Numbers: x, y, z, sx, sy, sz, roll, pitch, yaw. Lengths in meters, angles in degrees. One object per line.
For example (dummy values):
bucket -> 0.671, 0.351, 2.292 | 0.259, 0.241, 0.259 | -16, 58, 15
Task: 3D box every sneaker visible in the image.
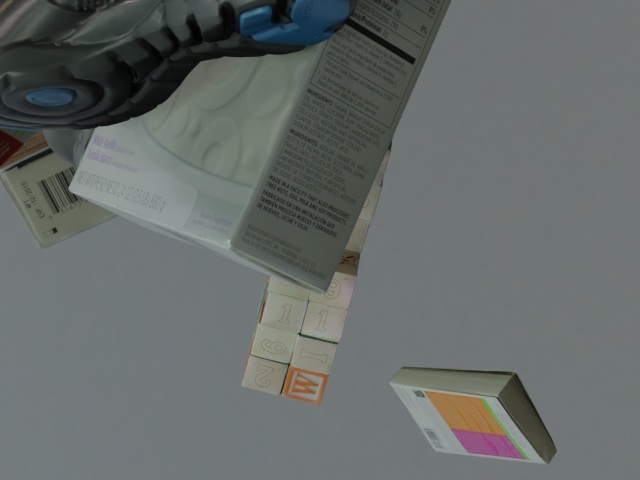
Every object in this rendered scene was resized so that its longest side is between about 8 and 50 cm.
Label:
sneaker -> -0.131, -0.165, 1.102 | 0.125, 0.340, 0.140 | 15, -117, -60

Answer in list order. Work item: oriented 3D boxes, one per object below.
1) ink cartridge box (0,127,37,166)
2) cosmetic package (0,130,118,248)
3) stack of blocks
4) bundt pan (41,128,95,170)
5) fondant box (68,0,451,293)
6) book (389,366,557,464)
ink cartridge box -> -0.398, -0.156, 1.798 | 0.175, 0.072, 0.127 | 53, -144, -14
cosmetic package -> -0.330, -0.135, 2.087 | 0.153, 0.129, 0.296 | -26, -146, -4
stack of blocks -> 0.000, 0.000, 1.735 | 0.087, 0.297, 0.171 | 14, -148, -2
bundt pan -> -0.126, -0.168, 1.482 | 0.330, 0.331, 0.124 | 34, -171, 19
fondant box -> -0.030, -0.149, 1.192 | 0.096, 0.330, 0.238 | 27, 174, -36
book -> 0.141, 0.164, 1.548 | 0.144, 0.096, 0.035 | 0, -140, 49
